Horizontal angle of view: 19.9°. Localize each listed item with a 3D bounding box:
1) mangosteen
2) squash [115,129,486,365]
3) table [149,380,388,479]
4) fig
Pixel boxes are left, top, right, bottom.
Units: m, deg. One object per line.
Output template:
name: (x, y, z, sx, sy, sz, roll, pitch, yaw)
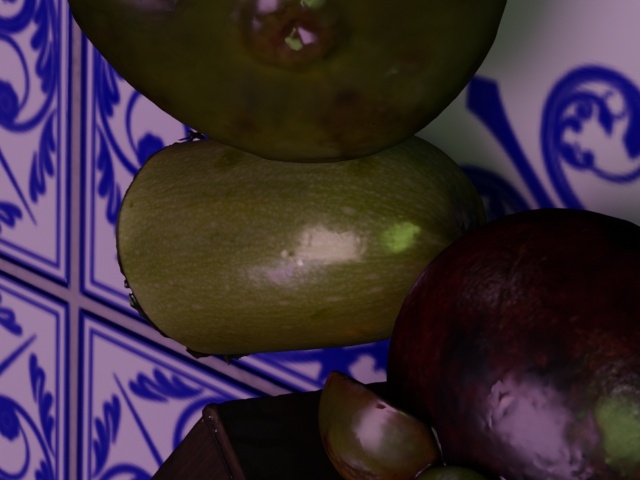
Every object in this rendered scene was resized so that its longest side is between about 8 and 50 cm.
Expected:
mangosteen: (0.093, 0.085, 0.765, 0.200, 0.200, 0.200, 16, 114, 41)
squash: (0.000, 0.000, 0.883, 0.187, 0.123, 0.123, -4, 100, 45)
table: (0.003, 0.191, 0.884, 0.193, 0.169, 0.172, -49, 56, 41)
fig: (-0.013, -0.153, 0.820, 0.225, 0.203, 0.203, -99, 24, -55)
